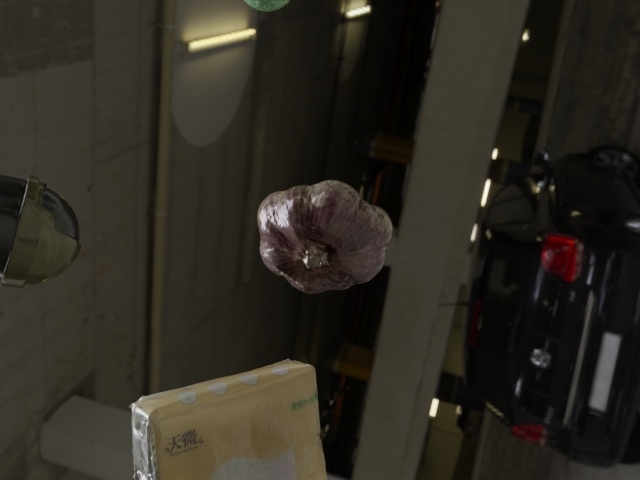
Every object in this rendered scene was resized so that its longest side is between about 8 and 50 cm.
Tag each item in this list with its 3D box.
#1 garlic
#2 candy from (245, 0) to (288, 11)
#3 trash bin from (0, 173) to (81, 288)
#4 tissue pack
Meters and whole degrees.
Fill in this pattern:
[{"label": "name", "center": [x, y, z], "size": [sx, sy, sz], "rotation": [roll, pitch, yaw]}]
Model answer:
[{"label": "garlic", "center": [0.000, 0.000, 0.806], "size": [0.102, 0.159, 0.147], "rotation": [-74, 0, -51]}, {"label": "candy", "center": [-0.075, -0.576, 1.131], "size": [0.440, 0.119, 0.119], "rotation": [103, -173, -51]}, {"label": "trash bin", "center": [-0.609, -0.031, 1.268], "size": [0.214, 0.333, 0.214], "rotation": [-48, 35, 50]}, {"label": "tissue pack", "center": [-0.101, 0.246, 0.791], "size": [0.222, 0.090, 0.186], "rotation": [-9, -83, -37]}]
